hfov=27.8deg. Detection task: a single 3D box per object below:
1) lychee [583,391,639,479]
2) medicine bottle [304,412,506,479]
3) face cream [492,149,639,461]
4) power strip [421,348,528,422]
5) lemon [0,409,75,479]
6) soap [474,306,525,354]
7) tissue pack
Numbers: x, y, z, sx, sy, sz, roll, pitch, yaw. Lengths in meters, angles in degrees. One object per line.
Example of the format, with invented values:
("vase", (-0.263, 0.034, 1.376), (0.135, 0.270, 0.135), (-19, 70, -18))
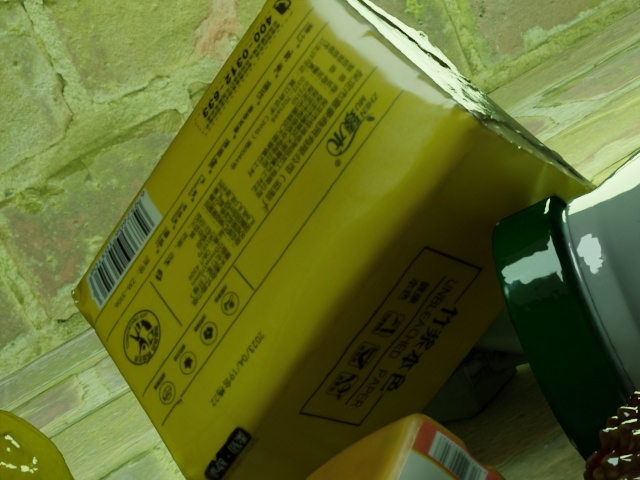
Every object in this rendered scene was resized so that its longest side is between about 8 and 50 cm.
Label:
("lychee", (0.218, 0.146, 0.658), (0.188, 0.188, 0.188), (-27, 11, 6))
("medicine bottle", (0.025, 0.233, 0.802), (0.149, 0.112, 0.222), (-40, 13, 44))
("face cream", (0.322, 0.006, 0.901), (0.357, 0.219, 0.312), (-25, 12, 19))
("power strip", (0.097, 0.140, 1.273), (0.288, 0.053, 0.093), (-16, 15, 45))
("lemon", (-0.363, 0.280, 1.323), (0.233, 0.233, 0.288), (-32, 1, -18))
("soap", (0.187, 0.039, 1.216), (0.265, 0.088, 0.159), (4, 20, 44))
("tissue pack", (0.000, 0.000, 1.126), (0.382, 0.228, 0.293), (-55, 48, 16))
